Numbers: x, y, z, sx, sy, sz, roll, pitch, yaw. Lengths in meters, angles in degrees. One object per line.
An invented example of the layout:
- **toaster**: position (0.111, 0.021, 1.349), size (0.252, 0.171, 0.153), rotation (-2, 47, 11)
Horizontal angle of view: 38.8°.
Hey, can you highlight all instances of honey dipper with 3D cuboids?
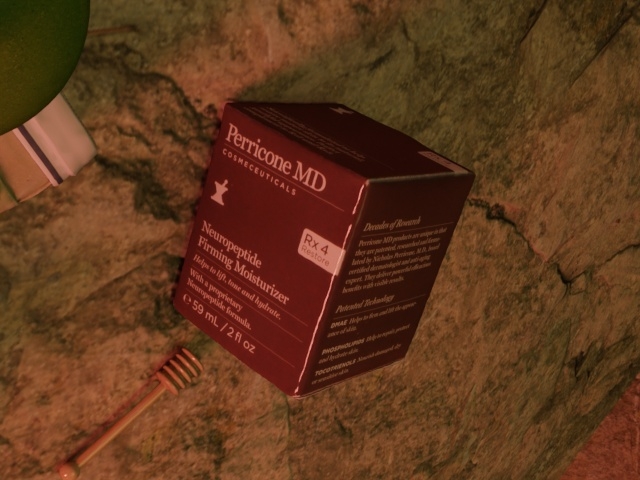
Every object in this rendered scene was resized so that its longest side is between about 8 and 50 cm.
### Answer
- **honey dipper**: position (-0.176, 0.164, 0.846), size (0.161, 0.030, 0.030), rotation (-43, 145, -19)

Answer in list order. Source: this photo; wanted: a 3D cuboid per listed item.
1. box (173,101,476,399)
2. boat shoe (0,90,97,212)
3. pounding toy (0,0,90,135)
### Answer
- **box**: position (0.000, 0.000, 0.815), size (0.167, 0.168, 0.203), rotation (-9, 123, -50)
- **boat shoe**: position (-0.221, -0.106, 0.487), size (0.094, 0.109, 0.302), rotation (-45, 148, -12)
- **pounding toy**: position (-0.216, -0.080, 0.368), size (0.237, 0.110, 0.183), rotation (4, 139, -17)
